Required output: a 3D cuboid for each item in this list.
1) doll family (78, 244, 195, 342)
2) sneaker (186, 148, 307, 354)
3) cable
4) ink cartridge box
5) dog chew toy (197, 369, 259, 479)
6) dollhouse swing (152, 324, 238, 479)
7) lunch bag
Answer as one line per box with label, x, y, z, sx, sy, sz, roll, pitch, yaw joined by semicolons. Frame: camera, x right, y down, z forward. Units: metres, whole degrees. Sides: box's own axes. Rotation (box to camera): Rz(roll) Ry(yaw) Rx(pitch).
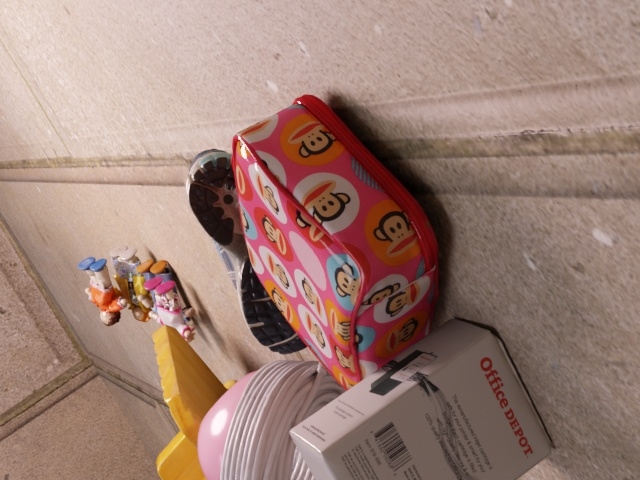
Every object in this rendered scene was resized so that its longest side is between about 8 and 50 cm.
doll family;-0.294;0.102;2.263;0.263;0.118;0.163;16;134;36
sneaker;-0.075;0.006;1.573;0.122;0.110;0.283;-122;8;-67
cable;-0.034;0.275;1.602;0.089;0.257;0.257;9;127;29
ink cartridge box;0.100;0.195;1.250;0.153;0.208;0.087;63;163;-18
dog chew toy;-0.015;0.338;1.812;0.332;0.206;0.206;43;160;10
dollhouse swing;-0.227;0.372;2.083;0.305;0.315;0.347;37;-167;-25
lunch bag;0.000;0.000;1.301;0.258;0.120;0.293;48;161;25
